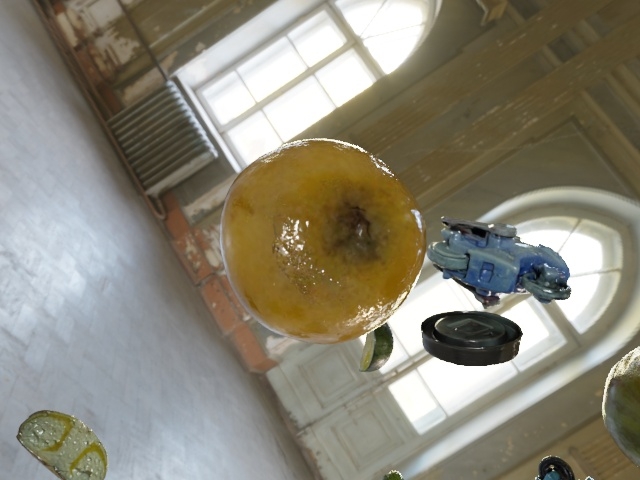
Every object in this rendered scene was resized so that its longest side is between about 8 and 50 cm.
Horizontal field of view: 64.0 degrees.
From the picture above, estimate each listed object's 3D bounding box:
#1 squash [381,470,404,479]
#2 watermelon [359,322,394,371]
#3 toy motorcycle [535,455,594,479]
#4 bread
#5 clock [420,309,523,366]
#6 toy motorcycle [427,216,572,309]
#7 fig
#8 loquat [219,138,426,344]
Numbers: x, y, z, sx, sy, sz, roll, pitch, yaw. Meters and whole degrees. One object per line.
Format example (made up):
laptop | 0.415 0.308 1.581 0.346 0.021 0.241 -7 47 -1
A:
squash | 0.141 0.593 1.038 0.066 0.066 0.252 55 28 -31
watermelon | 0.176 0.315 1.527 0.092 0.075 0.181 -170 -91 -74
toy motorcycle | 0.579 0.615 1.109 0.272 0.182 0.124 32 21 37
bread | -0.420 0.354 0.848 0.157 0.094 0.083 34 42 5
clock | 0.279 0.179 0.957 0.184 0.185 0.040 -110 -164 -77
toy motorcycle | 0.410 0.030 1.146 0.319 0.241 0.181 20 -39 30
fig | 0.354 0.185 0.506 0.245 0.149 0.149 3 51 -59
loquat | 0.000 0.000 0.657 0.263 0.263 0.263 56 3 -5
